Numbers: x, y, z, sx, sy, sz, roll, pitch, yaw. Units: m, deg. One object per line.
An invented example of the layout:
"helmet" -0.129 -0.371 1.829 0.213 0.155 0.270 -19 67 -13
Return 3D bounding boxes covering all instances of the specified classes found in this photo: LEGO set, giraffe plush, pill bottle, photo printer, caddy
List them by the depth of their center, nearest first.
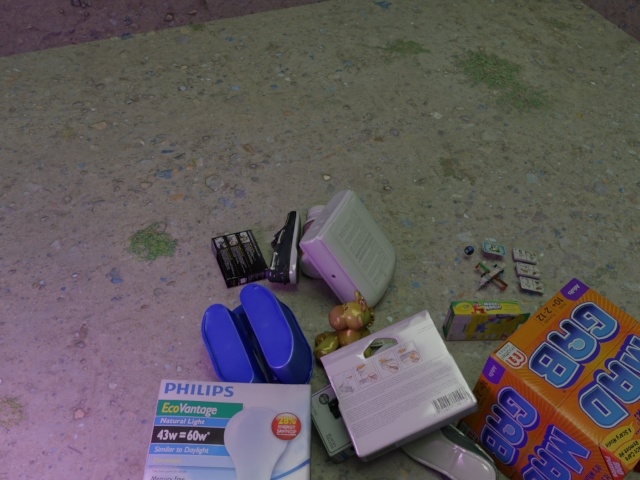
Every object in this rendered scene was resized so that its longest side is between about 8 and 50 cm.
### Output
"caddy" -0.163 0.283 1.744 0.241 0.179 0.341 -29 53 -1
"giraffe plush" 0.082 0.239 1.783 0.210 0.170 0.181 -19 37 -25
"photo printer" 0.098 0.041 1.937 0.107 0.307 0.256 -16 29 42
"pill bottle" 0.000 0.000 2.055 0.121 0.121 0.221 5 47 -1
"LEGO set" 0.575 0.090 2.095 0.244 0.060 0.182 12 43 -7

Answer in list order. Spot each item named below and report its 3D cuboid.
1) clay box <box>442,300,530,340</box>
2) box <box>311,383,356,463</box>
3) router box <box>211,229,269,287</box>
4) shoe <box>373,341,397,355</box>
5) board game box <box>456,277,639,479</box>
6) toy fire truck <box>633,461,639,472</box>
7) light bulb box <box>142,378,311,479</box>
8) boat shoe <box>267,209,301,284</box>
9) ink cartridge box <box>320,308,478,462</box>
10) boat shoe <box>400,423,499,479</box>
"clay box" 0.472 0.229 1.885 0.222 0.127 0.053 0 46 -7
"box" 0.125 0.405 1.642 0.290 0.087 0.169 -31 55 -2
"router box" -0.249 0.054 2.031 0.133 0.046 0.179 -13 50 -18
"shoe" 0.209 0.322 1.781 0.081 0.063 0.178 43 25 26
"board game box" 0.607 0.390 1.592 0.356 0.356 0.356 -32 58 -30
"toy fire truck" 0.883 0.612 1.625 0.192 0.047 0.135 11 46 3
"light bulb box" -0.199 0.523 1.478 0.358 0.225 0.361 2 49 -4
"boat shoe" -0.109 0.012 2.038 0.091 0.114 0.302 0 38 3
"ink cartridge box" 0.181 0.340 1.569 0.296 0.066 0.261 -25 57 1
"boat shoe" 0.303 0.510 1.651 0.319 0.116 0.099 31 7 31
